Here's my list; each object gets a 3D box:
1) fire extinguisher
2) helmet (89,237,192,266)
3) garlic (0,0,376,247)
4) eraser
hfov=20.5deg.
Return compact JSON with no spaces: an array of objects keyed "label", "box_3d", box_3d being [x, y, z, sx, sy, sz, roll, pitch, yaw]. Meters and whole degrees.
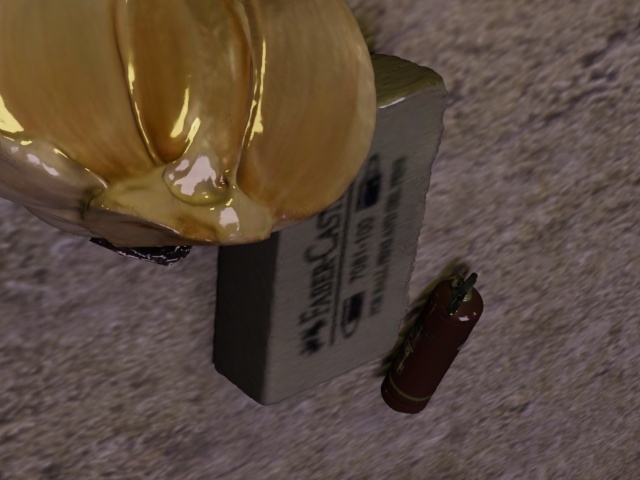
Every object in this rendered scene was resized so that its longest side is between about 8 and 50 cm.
[{"label":"fire extinguisher","box_3d":[0.093,0.076,1.403,0.064,0.043,0.158,-51,171,-45]},{"label":"helmet","box_3d":[-0.076,-0.037,0.988,0.123,0.070,0.098,-22,161,18]},{"label":"garlic","box_3d":[-0.089,-0.078,0.867,0.229,0.178,0.143,7,166,-29]},{"label":"eraser","box_3d":[0.000,0.001,1.141,0.111,0.077,0.352,-25,152,-20]}]
